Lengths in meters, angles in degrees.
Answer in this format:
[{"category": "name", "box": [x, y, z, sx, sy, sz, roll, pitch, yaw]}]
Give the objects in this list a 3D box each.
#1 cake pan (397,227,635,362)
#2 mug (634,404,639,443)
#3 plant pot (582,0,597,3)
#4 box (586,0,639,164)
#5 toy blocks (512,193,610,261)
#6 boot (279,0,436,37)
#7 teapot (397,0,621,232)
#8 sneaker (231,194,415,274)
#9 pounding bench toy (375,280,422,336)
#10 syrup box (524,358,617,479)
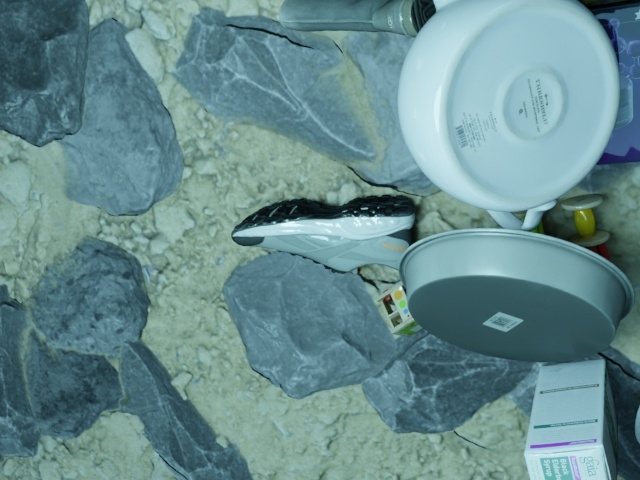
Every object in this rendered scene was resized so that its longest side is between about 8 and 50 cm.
[{"category": "cake pan", "box": [0.236, 0.079, 1.093, 0.293, 0.054, 0.293, 12, 154, 6]}, {"category": "mug", "box": [0.507, 0.249, 1.134, 0.169, 0.150, 0.113, 27, 87, -2]}, {"category": "plant pot", "box": [0.328, -0.322, 1.013, 0.083, 0.081, 0.081, -39, 92, 33]}, {"category": "box", "box": [0.269, -0.184, 1.069, 0.261, 0.103, 0.184, -4, 104, 21]}, {"category": "toy blocks", "box": [0.318, 0.022, 1.145, 0.123, 0.054, 0.148, -9, 105, 22]}, {"category": "boot", "box": [0.081, -0.299, 1.097, 0.209, 0.190, 0.076, 9, 117, 45]}, {"category": "teapot", "box": [0.185, -0.155, 0.956, 0.253, 0.187, 0.256, 20, 97, -23]}, {"category": "sneaker", "box": [0.000, 0.000, 1.230, 0.272, 0.100, 0.108, 1, 113, 20]}, {"category": "pounding bench toy", "box": [0.128, 0.096, 1.243, 0.052, 0.083, 0.065, -36, 62, 24]}, {"category": "syrup box", "box": [0.324, 0.247, 1.117, 0.096, 0.237, 0.093, -11, 105, 23]}]
